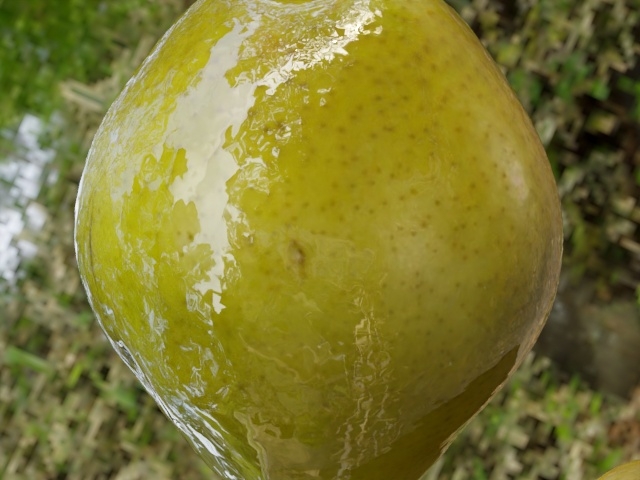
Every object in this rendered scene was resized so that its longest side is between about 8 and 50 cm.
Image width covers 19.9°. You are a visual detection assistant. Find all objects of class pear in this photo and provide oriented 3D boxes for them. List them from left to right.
[{"bbox_3d":[0.000,0.000,1.364,0.362,0.362,0.418,-60,-23,-65],"label":"pear"}]

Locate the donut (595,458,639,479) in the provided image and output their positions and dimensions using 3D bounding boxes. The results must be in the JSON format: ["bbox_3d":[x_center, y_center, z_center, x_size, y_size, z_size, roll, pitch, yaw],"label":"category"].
[{"bbox_3d":[0.206,0.374,1.594,0.449,0.198,0.449,-42,-9,-8],"label":"donut"}]
